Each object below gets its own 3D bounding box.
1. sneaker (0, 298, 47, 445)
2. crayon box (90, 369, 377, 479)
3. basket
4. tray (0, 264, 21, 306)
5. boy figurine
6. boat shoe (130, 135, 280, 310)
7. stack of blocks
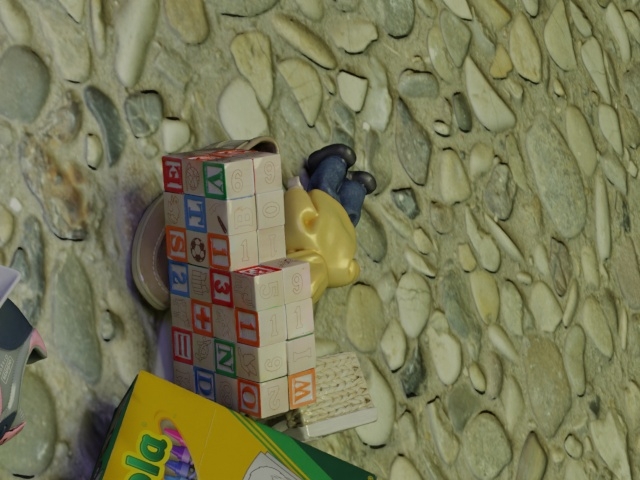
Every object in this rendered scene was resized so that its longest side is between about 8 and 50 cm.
[{"bbox_3d":[-0.364,0.194,1.572,0.131,0.112,0.319,43,47,-31],"label":"sneaker"},{"bbox_3d":[-0.122,0.365,1.703,0.313,0.106,0.363,26,46,-13],"label":"crayon box"},{"bbox_3d":[-0.021,0.212,2.022,0.167,0.113,0.103,-4,76,-53],"label":"basket"},{"bbox_3d":[-0.418,0.115,1.517,0.030,0.145,0.270,87,24,-47],"label":"tray"},{"bbox_3d":[0.000,0.000,2.149,0.177,0.092,0.285,49,43,-30],"label":"boy figurine"},{"bbox_3d":[-0.142,-0.033,1.964,0.109,0.098,0.302,56,41,-23],"label":"boat shoe"},{"bbox_3d":[-0.098,0.045,1.831,0.087,0.171,0.297,-12,104,-40],"label":"stack of blocks"}]
